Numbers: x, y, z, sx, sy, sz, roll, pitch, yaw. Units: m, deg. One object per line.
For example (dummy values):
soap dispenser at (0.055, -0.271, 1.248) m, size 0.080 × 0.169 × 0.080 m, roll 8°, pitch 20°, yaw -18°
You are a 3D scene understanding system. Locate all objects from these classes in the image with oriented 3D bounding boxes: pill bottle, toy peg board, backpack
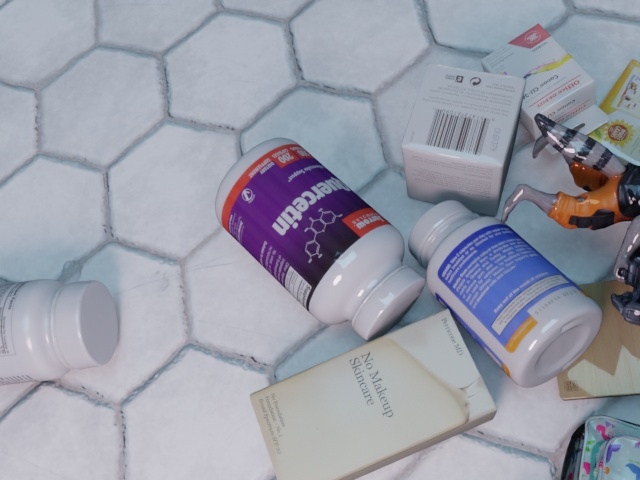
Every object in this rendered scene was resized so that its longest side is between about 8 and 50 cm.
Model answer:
pill bottle at (-0.481, 0.146, 1.083) m, size 0.282 × 0.160 × 0.161 m, roll -7°, pitch 68°, yaw 7°
toy peg board at (0.420, 0.146, 0.983) m, size 0.160 × 0.079 × 0.161 m, roll -11°, pitch 66°, yaw 22°
backpack at (0.407, 0.362, 0.838) m, size 0.225 × 0.191 × 0.254 m, roll 14°, pitch 77°, yaw 14°
pill bottle at (0.000, 0.000, 1.044) m, size 0.181 × 0.181 × 0.323 m, roll -45°, pitch 68°, yaw -9°
pill bottle at (0.248, 0.062, 0.977) m, size 0.152 × 0.152 × 0.272 m, roll -35°, pitch 51°, yaw -5°

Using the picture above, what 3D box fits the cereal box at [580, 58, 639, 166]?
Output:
cereal box at (0.557, -0.164, 1.083) m, size 0.240 × 0.047 × 0.173 m, roll 34°, pitch 79°, yaw 20°

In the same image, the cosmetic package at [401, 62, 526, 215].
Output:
cosmetic package at (0.221, -0.152, 1.063) m, size 0.151 × 0.184 × 0.152 m, roll 14°, pitch 73°, yaw 15°

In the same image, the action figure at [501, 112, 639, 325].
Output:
action figure at (0.421, -0.039, 0.912) m, size 0.330 × 0.179 × 0.341 m, roll 18°, pitch 32°, yaw 20°

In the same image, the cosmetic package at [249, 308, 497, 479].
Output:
cosmetic package at (0.075, 0.238, 0.977) m, size 0.309 × 0.113 × 0.160 m, roll -25°, pitch 67°, yaw 1°

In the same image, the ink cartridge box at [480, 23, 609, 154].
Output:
ink cartridge box at (0.365, -0.247, 1.113) m, size 0.115 × 0.067 × 0.198 m, roll -33°, pitch 57°, yaw 6°
